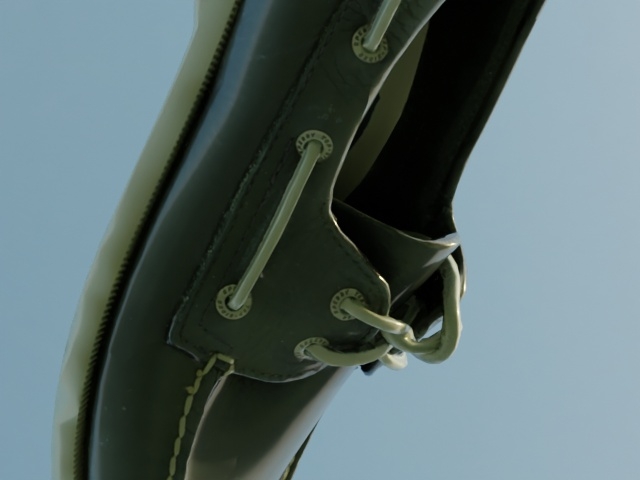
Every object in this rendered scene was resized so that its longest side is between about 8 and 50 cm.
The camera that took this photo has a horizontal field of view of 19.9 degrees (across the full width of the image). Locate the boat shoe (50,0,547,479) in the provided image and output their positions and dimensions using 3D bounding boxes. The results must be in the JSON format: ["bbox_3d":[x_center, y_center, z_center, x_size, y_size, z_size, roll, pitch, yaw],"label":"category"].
[{"bbox_3d":[0.000,0.000,0.589,0.116,0.099,0.319,-11,-58,-62],"label":"boat shoe"}]
